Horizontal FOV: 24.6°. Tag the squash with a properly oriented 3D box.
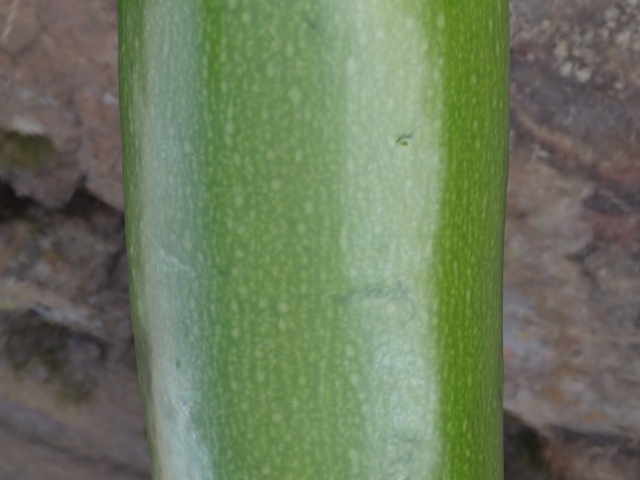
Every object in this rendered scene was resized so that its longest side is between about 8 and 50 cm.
[{"bbox_3d":[0.000,0.000,0.370,0.101,0.101,0.379,6,107,27],"label":"squash"}]
